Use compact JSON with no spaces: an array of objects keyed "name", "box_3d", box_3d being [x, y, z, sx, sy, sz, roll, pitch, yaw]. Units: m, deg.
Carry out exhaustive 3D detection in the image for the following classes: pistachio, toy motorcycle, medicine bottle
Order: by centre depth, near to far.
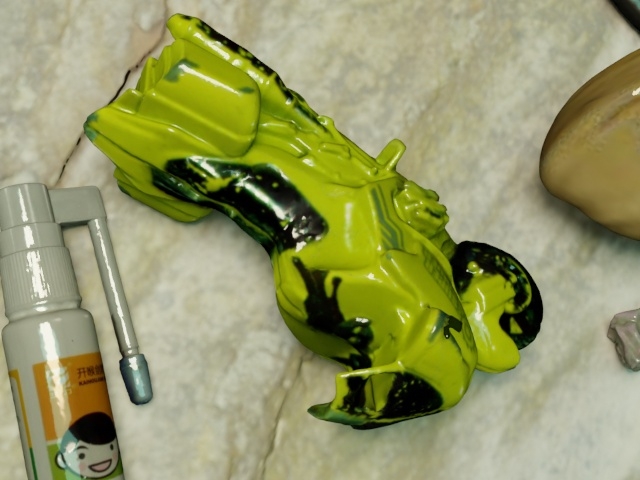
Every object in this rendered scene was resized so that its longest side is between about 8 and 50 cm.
[{"name":"toy motorcycle","box_3d":[-0.001,0.001,0.543,0.342,0.142,0.206,38,38,-2]},{"name":"medicine bottle","box_3d":[-0.171,0.068,0.545,0.092,0.061,0.220,-9,81,-36]},{"name":"pistachio","box_3d":[0.301,-0.087,0.590,0.293,0.181,0.162,-16,56,-5]}]

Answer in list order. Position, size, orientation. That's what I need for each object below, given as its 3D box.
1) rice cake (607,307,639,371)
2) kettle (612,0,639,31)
[{"name":"rice cake","box_3d":[0.352,0.039,0.641,0.270,0.049,0.055,-23,64,-13]},{"name":"kettle","box_3d":[0.325,-0.271,0.649,0.202,0.144,0.232,-42,94,5]}]
